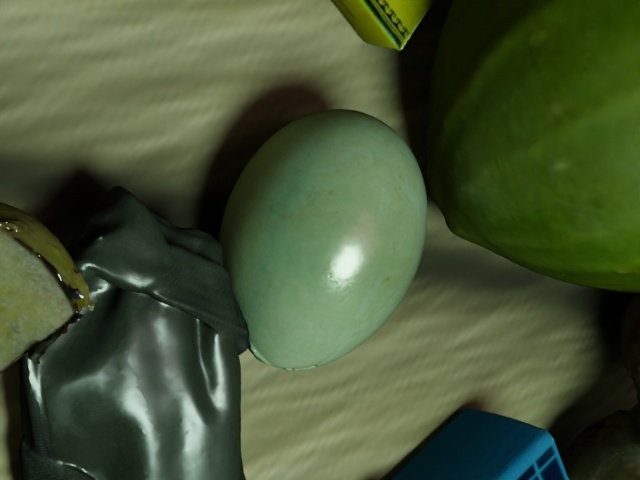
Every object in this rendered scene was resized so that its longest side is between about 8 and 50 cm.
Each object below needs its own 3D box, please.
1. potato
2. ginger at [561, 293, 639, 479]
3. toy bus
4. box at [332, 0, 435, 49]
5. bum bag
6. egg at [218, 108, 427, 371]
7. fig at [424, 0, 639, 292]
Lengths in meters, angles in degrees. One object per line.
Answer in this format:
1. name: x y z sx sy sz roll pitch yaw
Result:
1. potato: -0.199 0.037 0.995 0.172 0.089 0.100 -39 102 16
2. ginger: 0.260 0.146 1.314 0.155 0.244 0.304 12 100 -36
3. toy bus: 0.073 0.197 1.253 0.185 0.090 0.106 -40 123 -30
4. box: 0.071 -0.268 1.176 0.279 0.041 0.153 -56 131 -18
5. bum bag: -0.097 0.126 1.097 0.142 0.080 0.326 -12 111 -32
6. egg: 0.000 0.000 1.123 0.114 0.114 0.152 27 84 -42
7. fig: 0.197 -0.102 1.175 0.316 0.316 0.316 -11 107 -40
